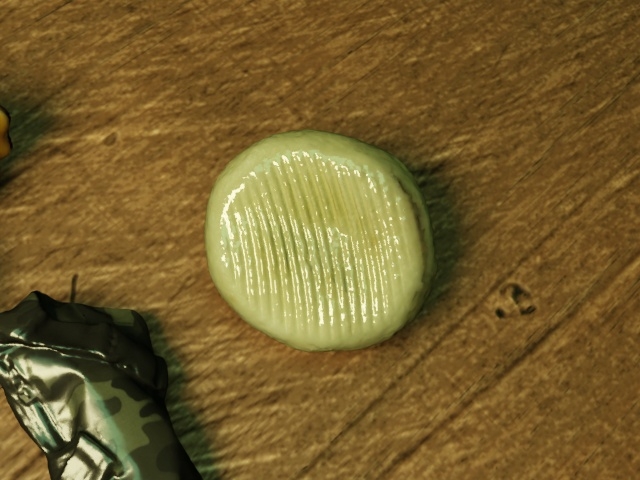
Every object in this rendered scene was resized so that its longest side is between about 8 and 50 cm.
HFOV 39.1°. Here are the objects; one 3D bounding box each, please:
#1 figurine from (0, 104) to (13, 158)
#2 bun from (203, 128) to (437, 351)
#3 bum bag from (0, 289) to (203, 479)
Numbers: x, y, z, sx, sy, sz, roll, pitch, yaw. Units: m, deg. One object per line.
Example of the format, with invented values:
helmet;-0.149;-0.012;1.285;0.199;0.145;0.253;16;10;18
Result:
figurine;-0.377;0.002;0.756;0.208;0.181;0.257;30;57;-41
bun;0.000;0.000;0.849;0.222;0.127;0.222;0;94;-4
bum bag;-0.158;0.188;0.741;0.144;0.095;0.340;-15;68;-45
